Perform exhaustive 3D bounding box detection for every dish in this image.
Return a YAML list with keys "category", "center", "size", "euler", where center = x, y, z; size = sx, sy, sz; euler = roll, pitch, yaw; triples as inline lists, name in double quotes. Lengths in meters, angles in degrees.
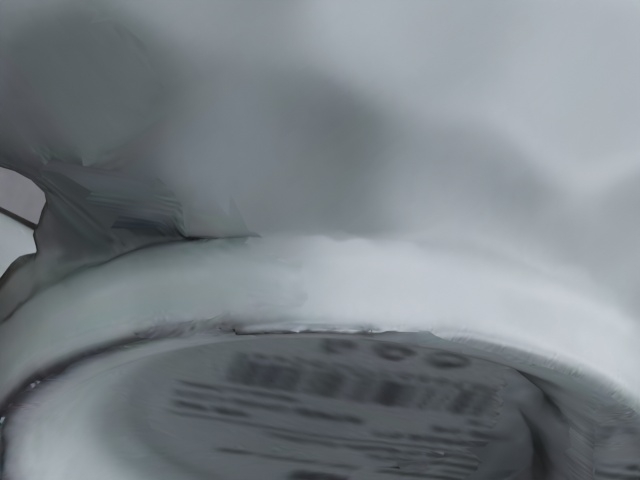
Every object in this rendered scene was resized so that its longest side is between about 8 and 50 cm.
- category: "dish"
  center: [0.000, 0.000, 0.414]
  size: [0.303, 0.303, 0.120]
  euler: [26, 52, -35]
